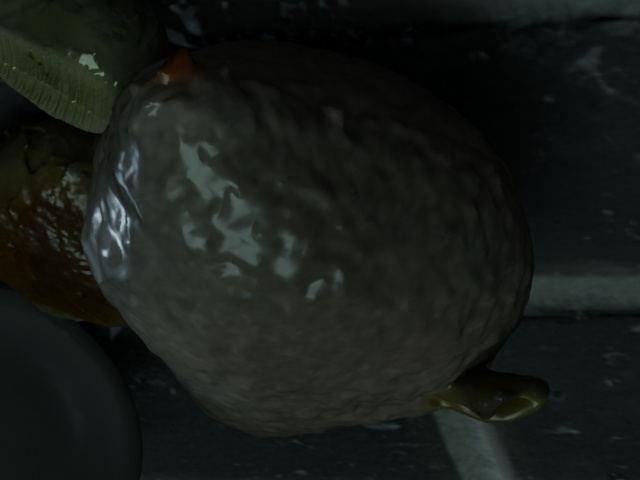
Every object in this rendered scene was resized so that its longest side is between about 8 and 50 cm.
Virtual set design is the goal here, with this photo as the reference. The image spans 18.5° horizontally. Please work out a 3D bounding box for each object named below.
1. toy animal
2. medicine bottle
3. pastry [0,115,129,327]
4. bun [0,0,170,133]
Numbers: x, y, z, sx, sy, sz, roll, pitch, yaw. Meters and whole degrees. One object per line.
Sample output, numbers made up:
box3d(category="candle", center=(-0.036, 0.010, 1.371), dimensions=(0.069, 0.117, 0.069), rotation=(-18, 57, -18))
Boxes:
box3d(category="toy animal", center=(-0.001, -0.003, 1.054), dimensions=(0.226, 0.188, 0.358), rotation=(-6, 156, 13))
box3d(category="medicine bottle", center=(-0.297, 0.203, 1.392), dimensions=(0.211, 0.211, 0.371), rotation=(29, 136, -18))
box3d(category="pastry", center=(-0.144, -0.011, 1.192), dimensions=(0.153, 0.081, 0.153), rotation=(12, 146, 8))
box3d(category="bun", center=(-0.131, -0.111, 1.070), dimensions=(0.115, 0.069, 0.115), rotation=(26, 158, 12))
